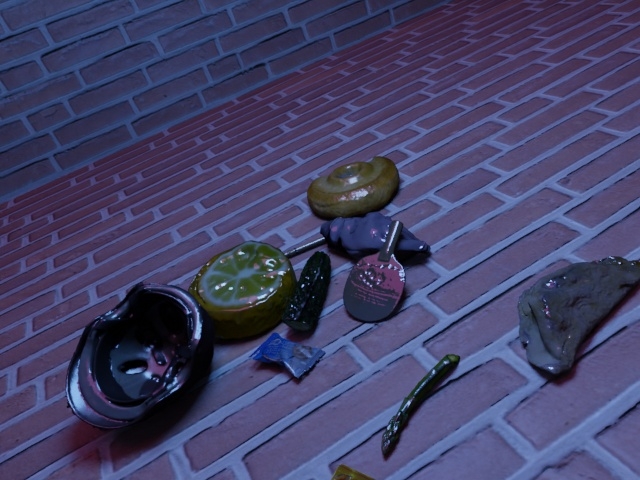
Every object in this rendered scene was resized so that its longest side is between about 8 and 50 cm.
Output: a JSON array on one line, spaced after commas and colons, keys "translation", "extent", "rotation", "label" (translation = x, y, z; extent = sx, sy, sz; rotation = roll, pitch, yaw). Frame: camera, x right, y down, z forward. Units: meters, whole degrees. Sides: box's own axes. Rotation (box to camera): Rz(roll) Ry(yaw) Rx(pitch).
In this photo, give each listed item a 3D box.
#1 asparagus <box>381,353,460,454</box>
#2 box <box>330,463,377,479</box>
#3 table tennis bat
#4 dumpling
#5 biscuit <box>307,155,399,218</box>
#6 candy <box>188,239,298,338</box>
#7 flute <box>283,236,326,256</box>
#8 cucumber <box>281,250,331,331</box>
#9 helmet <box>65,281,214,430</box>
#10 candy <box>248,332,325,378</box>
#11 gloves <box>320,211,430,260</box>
[{"translation": [0.169, 0.268, 0.872], "extent": [0.034, 0.027, 0.236], "rotation": [28, 55, 34], "label": "asparagus"}, {"translation": [0.027, 0.412, 0.744], "extent": [0.089, 0.022, 0.156], "rotation": [9, 43, 34], "label": "box"}, {"translation": [0.130, 0.064, 1.102], "extent": [0.131, 0.022, 0.234], "rotation": [15, 73, 30], "label": "table tennis bat"}, {"translation": [0.448, 0.095, 0.931], "extent": [0.332, 0.086, 0.166], "rotation": [-35, 39, -28], "label": "dumpling"}, {"translation": [0.099, -0.151, 1.447], "extent": [0.274, 0.091, 0.213], "rotation": [-21, 32, -6], "label": "biscuit"}, {"translation": [-0.179, 0.112, 1.191], "extent": [0.260, 0.118, 0.260], "rotation": [-12, 37, 9], "label": "candy"}, {"translation": [0.000, 0.000, 1.339], "extent": [0.233, 0.027, 0.027], "rotation": [-23, 34, -4], "label": "flute"}, {"translation": [-0.021, 0.106, 1.156], "extent": [0.077, 0.077, 0.265], "rotation": [-4, 38, 22], "label": "cucumber"}, {"translation": [-0.343, 0.234, 1.036], "extent": [0.305, 0.177, 0.225], "rotation": [-44, 71, -4], "label": "helmet"}, {"translation": [-0.069, 0.233, 1.037], "extent": [0.136, 0.038, 0.088], "rotation": [14, 32, 30], "label": "candy"}, {"translation": [0.123, 0.003, 1.218], "extent": [0.286, 0.119, 0.142], "rotation": [7, 73, 29], "label": "gloves"}]
